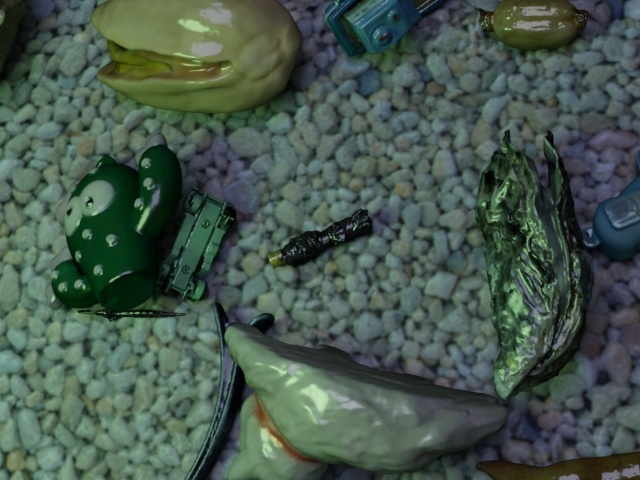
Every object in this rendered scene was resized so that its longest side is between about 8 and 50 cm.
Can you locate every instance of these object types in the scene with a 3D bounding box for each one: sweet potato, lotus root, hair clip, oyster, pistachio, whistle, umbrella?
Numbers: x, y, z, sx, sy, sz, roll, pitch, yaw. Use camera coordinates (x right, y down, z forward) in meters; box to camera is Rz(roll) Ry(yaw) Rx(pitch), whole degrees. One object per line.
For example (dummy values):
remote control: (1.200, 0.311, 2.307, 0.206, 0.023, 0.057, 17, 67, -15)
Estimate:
sweet potato: (0.318, 0.277, 1.613, 0.281, 0.059, 0.067, -3, 59, 12)
lotus root: (0.279, -0.288, 1.845, 0.150, 0.062, 0.073, 3, 93, 17)
hair clip: (-0.133, 0.214, 1.761, 0.083, 0.048, 0.275, 12, 73, 14)
oyster: (0.253, 0.023, 1.670, 0.158, 0.162, 0.351, -9, 63, 33)
pistachio: (-0.169, -0.271, 1.896, 0.299, 0.187, 0.187, 10, 72, 25)
whistle: (0.442, -0.052, 1.697, 0.274, 0.093, 0.186, -22, 65, 2)
umbrella: (0.000, 0.000, 1.815, 0.144, 0.040, 0.037, -24, 74, 6)
umbrella: (-0.253, 0.097, 1.851, 0.148, 0.022, 0.022, 1, 96, 15)

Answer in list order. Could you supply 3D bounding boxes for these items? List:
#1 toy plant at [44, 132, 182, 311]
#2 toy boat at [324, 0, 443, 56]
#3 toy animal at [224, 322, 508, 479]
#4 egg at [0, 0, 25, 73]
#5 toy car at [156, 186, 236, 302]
toy plant: (-0.275, -0.019, 1.843, 0.232, 0.112, 0.243, -14, 59, 38)
toy boat: (0.121, -0.338, 1.874, 0.238, 0.109, 0.098, -37, 35, -3)
toy animal: (0.046, 0.230, 1.659, 0.307, 0.266, 0.188, 16, 86, -24)
egg: (-0.558, -0.328, 1.971, 0.279, 0.279, 0.310, 14, 70, 19)
toy car: (-0.167, 0.006, 1.839, 0.073, 0.054, 0.143, 24, 81, -23)
